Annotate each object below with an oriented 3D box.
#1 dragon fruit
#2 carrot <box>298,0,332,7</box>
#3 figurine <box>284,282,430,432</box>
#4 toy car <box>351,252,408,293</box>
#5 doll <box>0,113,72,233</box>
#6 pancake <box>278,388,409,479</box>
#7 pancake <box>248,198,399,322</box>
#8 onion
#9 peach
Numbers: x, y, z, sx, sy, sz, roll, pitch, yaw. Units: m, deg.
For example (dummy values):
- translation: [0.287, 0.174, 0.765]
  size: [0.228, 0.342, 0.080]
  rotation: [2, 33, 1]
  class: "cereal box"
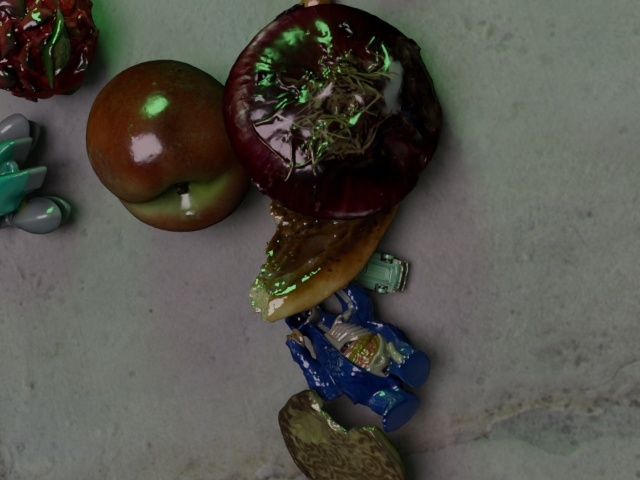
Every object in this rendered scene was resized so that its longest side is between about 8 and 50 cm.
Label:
- translation: [-0.482, -0.332, 1.731]
  size: [0.293, 0.234, 0.233]
  rotation: [13, 96, 40]
  class: "dragon fruit"
- translation: [-0.028, -0.298, 1.616]
  size: [0.072, 0.072, 0.205]
  rotation: [29, 99, 19]
  class: "carrot"
- translation: [0.049, 0.157, 1.577]
  size: [0.164, 0.121, 0.262]
  rotation: [-53, 57, 15]
  class: "figurine"
- translation: [0.069, 0.041, 1.600]
  size: [0.122, 0.035, 0.059]
  rotation: [15, 97, 39]
  class: "toy car"
- translation: [-0.519, -0.105, 1.799]
  size: [0.258, 0.153, 0.195]
  rotation: [5, 112, 39]
  class: "doll"
- translation: [0.031, 0.310, 1.569]
  size: [0.235, 0.029, 0.212]
  rotation: [30, 138, 25]
  class: "pancake"
- translation: [-0.021, -0.023, 1.573]
  size: [0.266, 0.057, 0.244]
  rotation: [-30, 56, -11]
  class: "pancake"
- translation: [0.015, -0.175, 1.515]
  size: [0.314, 0.232, 0.313]
  rotation: [2, 78, -10]
  class: "onion"
- translation: [-0.214, -0.143, 1.602]
  size: [0.252, 0.252, 0.252]
  rotation: [1, 92, 23]
  class: "peach"
